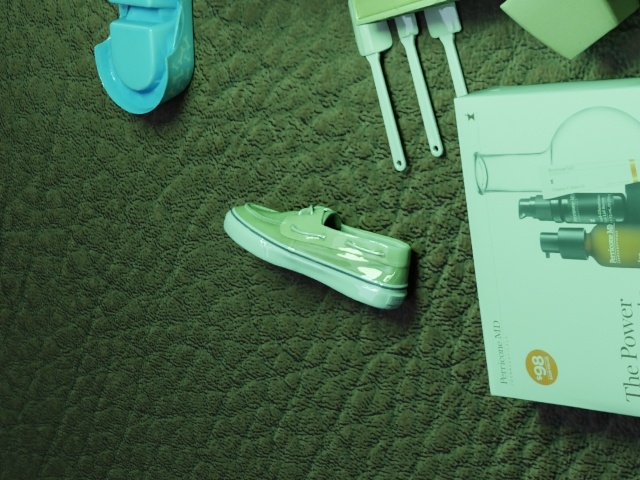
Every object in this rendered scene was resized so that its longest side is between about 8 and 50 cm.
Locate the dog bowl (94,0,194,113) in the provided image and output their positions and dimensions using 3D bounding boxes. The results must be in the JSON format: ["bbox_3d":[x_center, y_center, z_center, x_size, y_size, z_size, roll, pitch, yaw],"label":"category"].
[{"bbox_3d":[-0.265,-0.343,1.806,0.165,0.074,0.297,15,113,39],"label":"dog bowl"}]

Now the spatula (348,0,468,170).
[{"bbox_3d":[0.123,-0.214,1.534,0.168,0.019,0.242,-10,99,39],"label":"spatula"}]

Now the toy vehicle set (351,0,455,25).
[{"bbox_3d":[0.113,-0.357,1.410,0.266,0.035,0.166,0,102,58],"label":"toy vehicle set"}]

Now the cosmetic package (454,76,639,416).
[{"bbox_3d":[0.313,0.007,1.379,0.284,0.097,0.377,3,106,45],"label":"cosmetic package"}]

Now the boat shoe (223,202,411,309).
[{"bbox_3d":[0.000,0.000,1.676,0.302,0.109,0.094,23,104,26],"label":"boat shoe"}]

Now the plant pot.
[{"bbox_3d":[0.284,-0.264,1.311,0.096,0.109,0.109,52,133,-1],"label":"plant pot"}]
